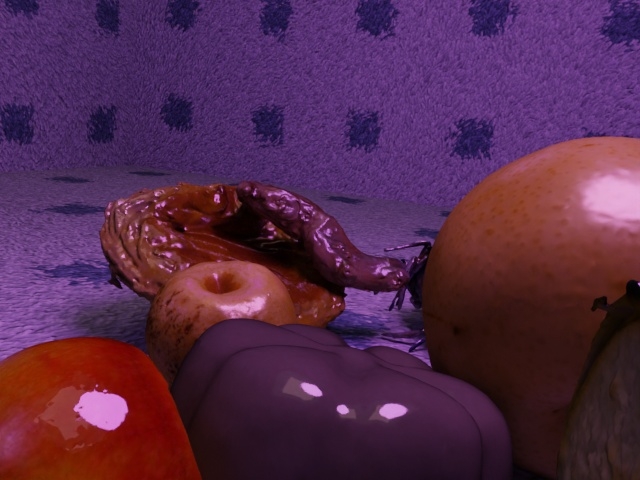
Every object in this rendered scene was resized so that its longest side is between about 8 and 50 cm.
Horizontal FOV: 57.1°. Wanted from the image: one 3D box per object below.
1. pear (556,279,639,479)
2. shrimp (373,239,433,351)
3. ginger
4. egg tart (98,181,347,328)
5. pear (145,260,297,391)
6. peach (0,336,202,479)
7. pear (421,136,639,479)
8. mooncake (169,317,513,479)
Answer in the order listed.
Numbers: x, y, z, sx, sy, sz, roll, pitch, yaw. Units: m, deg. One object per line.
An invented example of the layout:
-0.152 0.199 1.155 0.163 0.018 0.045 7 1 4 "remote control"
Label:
0.256 0.177 0.272 0.281 0.287 0.176 8 -7 15 "pear"
0.201 0.074 0.997 0.221 0.166 0.410 35 22 7 "shrimp"
-0.002 -0.001 0.880 0.290 0.084 0.122 34 -1 6 "ginger"
-0.126 0.052 0.880 0.339 0.153 0.351 37 31 16 "egg tart"
-0.106 0.111 0.647 0.177 0.178 0.178 5 12 -1 "pear"
-0.150 0.154 0.372 0.190 0.190 0.192 9 8 19 "peach"
0.265 0.067 0.575 0.348 0.349 0.348 5 12 -1 "pear"
0.014 0.149 0.470 0.274 0.135 0.275 18 1 0 "mooncake"
